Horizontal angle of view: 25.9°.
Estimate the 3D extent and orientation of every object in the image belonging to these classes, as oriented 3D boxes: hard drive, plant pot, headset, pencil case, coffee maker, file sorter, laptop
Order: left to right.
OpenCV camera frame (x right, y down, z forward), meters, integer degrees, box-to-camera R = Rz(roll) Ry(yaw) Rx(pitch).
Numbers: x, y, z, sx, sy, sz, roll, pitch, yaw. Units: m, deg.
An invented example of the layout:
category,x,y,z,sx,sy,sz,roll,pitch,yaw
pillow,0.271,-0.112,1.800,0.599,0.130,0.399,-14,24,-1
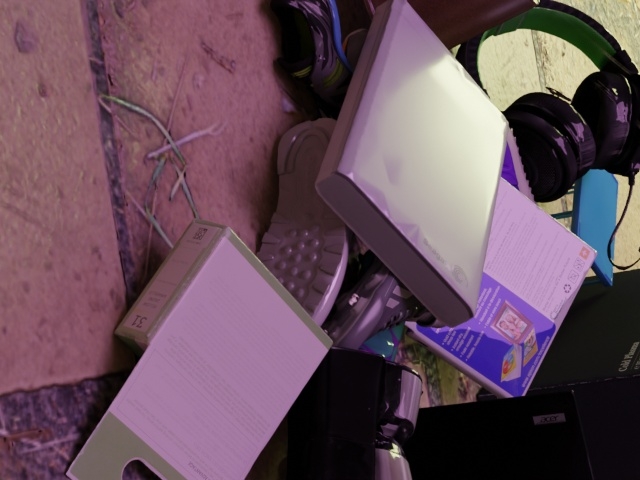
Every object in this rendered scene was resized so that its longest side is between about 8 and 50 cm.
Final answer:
category,x,y,z,sx,sy,sz,roll,pitch,yaw
coffee maker,0.010,0.187,1.215,0.171,0.120,0.178,27,47,-31
pencil case,0.054,0.074,1.399,0.070,0.064,0.152,61,35,-40
hard drive,0.101,-0.086,1.379,0.203,0.040,0.308,46,36,-23
plant pot,0.143,-0.286,1.530,0.167,0.165,0.167,-19,90,-72
laptop,0.200,0.273,1.411,0.264,0.234,0.137,39,50,-47
file sorter,0.322,-0.033,1.838,0.118,0.104,0.170,46,43,-41
headset,0.326,-0.140,1.696,0.243,0.185,0.394,-18,71,-26

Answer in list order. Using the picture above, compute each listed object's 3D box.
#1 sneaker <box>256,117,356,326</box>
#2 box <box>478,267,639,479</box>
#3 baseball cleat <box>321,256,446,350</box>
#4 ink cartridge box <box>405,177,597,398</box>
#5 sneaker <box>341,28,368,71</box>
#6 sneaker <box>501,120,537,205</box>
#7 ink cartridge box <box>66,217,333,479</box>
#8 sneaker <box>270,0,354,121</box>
category,x,y,z,sx,sy,sz,roll,pitch,yaw
sneaker,0.000,0.000,1.321,0.095,0.090,0.235,59,37,-53
box,0.412,0.170,1.720,0.343,0.312,0.179,-41,116,-55
baseball cleat,0.077,0.061,1.327,0.109,0.072,0.206,46,46,-11
ink cartridge box,0.184,0.043,1.538,0.208,0.045,0.206,36,75,-23
sneaker,0.077,-0.124,1.484,0.084,0.083,0.215,-24,100,-57
sneaker,0.180,-0.037,1.608,0.293,0.102,0.146,57,38,-33
ink cartridge box,-0.105,0.126,1.134,0.235,0.056,0.171,-56,131,-19
sneaker,-0.004,-0.168,1.393,0.078,0.067,0.188,-32,107,-42
